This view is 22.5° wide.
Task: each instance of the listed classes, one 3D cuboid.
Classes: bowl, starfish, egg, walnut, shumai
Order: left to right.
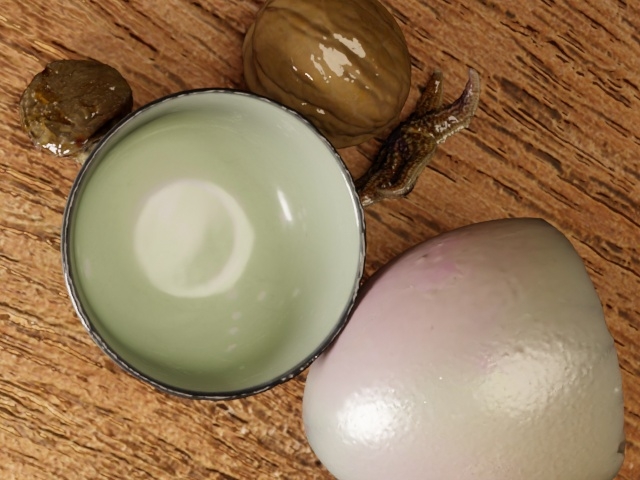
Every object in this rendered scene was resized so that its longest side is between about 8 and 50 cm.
[{"bbox_3d":[-0.285,-0.139,1.867,0.123,0.139,0.105,20,119,8],"label":"shumai"},{"bbox_3d":[-0.140,0.000,1.867,0.354,0.185,0.353,-1,93,-19],"label":"bowl"},{"bbox_3d":[0.011,-0.206,1.910,0.213,0.213,0.213,-1,93,-20],"label":"walnut"},{"bbox_3d":[0.114,-0.124,1.977,0.071,0.216,0.238,46,40,-25],"label":"starfish"},{"bbox_3d":[0.143,0.170,1.901,0.340,0.354,0.354,-13,97,-11],"label":"egg"}]
